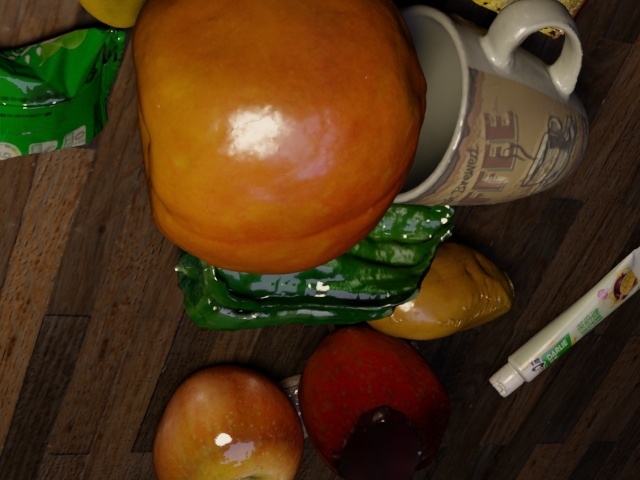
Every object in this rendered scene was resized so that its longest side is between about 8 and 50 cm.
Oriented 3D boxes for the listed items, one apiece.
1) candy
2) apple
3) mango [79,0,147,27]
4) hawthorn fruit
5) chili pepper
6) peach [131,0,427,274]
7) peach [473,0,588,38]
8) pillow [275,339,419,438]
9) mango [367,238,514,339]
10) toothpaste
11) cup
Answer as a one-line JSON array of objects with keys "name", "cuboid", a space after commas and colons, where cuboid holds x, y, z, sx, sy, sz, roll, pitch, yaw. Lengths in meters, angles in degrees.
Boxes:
[{"name": "candy", "cuboid": [-0.299, -0.150, 1.306, 0.203, 0.078, 0.141, -20, 128, -30]}, {"name": "apple", "cuboid": [-0.132, 0.277, 1.713, 0.210, 0.173, 0.235, 11, 131, -38]}, {"name": "mango", "cuboid": [-0.209, -0.282, 1.265, 0.103, 0.076, 0.161, -24, 143, -15]}, {"name": "hawthorn fruit", "cuboid": [0.061, 0.216, 1.700, 0.215, 0.250, 0.215, -26, 150, -17]}, {"name": "chili pepper", "cuboid": [-0.002, 0.007, 1.544, 0.385, 0.213, 0.167, -10, 173, -22]}, {"name": "peach", "cuboid": [-0.039, -0.138, 1.299, 0.301, 0.343, 0.343, -5, 130, -9]}, {"name": "peach", "cuboid": [0.234, -0.308, 1.459, 0.172, 0.092, 0.127, -4, 126, -11]}, {"name": "pillow", "cuboid": [0.038, 0.233, 1.845, 0.248, 0.049, 0.135, -15, 134, -13]}, {"name": "mango", "cuboid": [0.161, 0.070, 1.693, 0.248, 0.156, 0.151, 9, 122, -37]}, {"name": "toothpaste", "cuboid": [0.395, 0.131, 1.947, 0.314, 0.056, 0.058, -41, 174, 5]}, {"name": "cup", "cuboid": [0.208, -0.170, 1.464, 0.257, 0.227, 0.301, 3, 144, -37]}]
